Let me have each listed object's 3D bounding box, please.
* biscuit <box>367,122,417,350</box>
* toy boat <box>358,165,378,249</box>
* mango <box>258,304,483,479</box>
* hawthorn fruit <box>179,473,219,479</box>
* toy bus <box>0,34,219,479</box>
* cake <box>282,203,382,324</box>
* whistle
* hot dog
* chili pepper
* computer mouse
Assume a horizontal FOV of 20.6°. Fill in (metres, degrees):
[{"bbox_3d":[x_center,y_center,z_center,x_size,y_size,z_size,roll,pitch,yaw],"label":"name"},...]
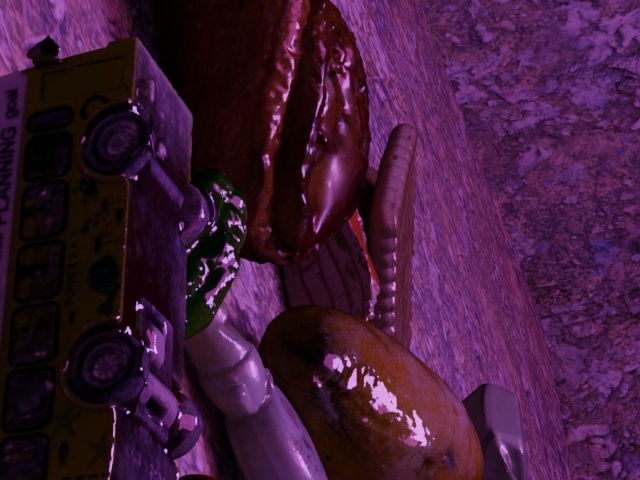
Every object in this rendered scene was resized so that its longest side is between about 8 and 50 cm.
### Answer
[{"bbox_3d":[0.079,0.048,2.026,0.217,0.044,0.325,-73,165,-54],"label":"biscuit"},{"bbox_3d":[0.053,-0.039,2.157,0.108,0.099,0.293,50,5,18],"label":"toy boat"},{"bbox_3d":[0.035,0.171,1.631,0.329,0.175,0.176,45,-13,-35],"label":"mango"},{"bbox_3d":[-0.083,0.197,1.207,0.077,0.077,0.077,-16,90,-79],"label":"hawthorn fruit"},{"bbox_3d":[-0.143,0.039,0.987,0.113,0.139,0.301,56,29,-56],"label":"toy bus"},{"bbox_3d":[0.007,-0.002,1.851,0.135,0.098,0.287,56,20,-59],"label":"cake"},{"bbox_3d":[-0.059,0.139,1.432,0.126,0.067,0.258,-113,177,-64],"label":"whistle"},{"bbox_3d":[-0.051,-0.167,1.608,0.267,0.174,0.387,55,21,-65],"label":"hot dog"},{"bbox_3d":[-0.114,0.024,1.286,0.253,0.083,0.099,-68,139,-65],"label":"chili pepper"},{"bbox_3d":[0.183,0.377,2.092,0.228,0.145,0.429,-88,172,-78],"label":"computer mouse"}]
